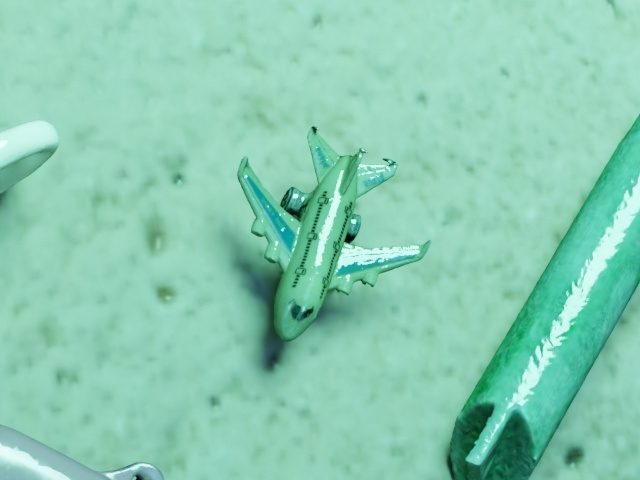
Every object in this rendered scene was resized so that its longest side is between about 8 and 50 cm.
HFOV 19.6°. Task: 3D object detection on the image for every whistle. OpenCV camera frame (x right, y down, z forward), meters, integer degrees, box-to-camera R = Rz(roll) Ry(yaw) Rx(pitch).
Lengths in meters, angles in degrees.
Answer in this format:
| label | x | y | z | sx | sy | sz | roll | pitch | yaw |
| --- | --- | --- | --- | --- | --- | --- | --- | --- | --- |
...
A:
| label | x | y | z | sx | sy | sz | roll | pitch | yaw |
| --- | --- | --- | --- | --- | --- | --- | --- | --- | --- |
| whistle | 0.105 | 0.021 | 0.739 | 0.039 | 0.039 | 0.186 | 37 | 66 | -9 |

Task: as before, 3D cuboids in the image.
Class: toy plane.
| label | x | y | z | sx | sy | sz | roll | pitch | yaw |
| --- | --- | --- | --- | --- | --- | --- | --- | --- | --- |
| toy plane | -0.001 | 0.000 | 0.704 | 0.080 | 0.033 | 0.083 | 25 | 76 | -15 |

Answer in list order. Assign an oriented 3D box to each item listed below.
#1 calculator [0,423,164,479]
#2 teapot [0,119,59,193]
| label | x | y | z | sx | sy | sz | roll | pitch | yaw |
| --- | --- | --- | --- | --- | --- | --- | --- | --- | --- |
| calculator | -0.120 | 0.197 | 0.599 | 0.194 | 0.043 | 0.294 | 33 | 65 | -10 |
| teapot | -0.176 | 0.013 | 0.601 | 0.226 | 0.092 | 0.145 | -29 | 89 | -29 |
